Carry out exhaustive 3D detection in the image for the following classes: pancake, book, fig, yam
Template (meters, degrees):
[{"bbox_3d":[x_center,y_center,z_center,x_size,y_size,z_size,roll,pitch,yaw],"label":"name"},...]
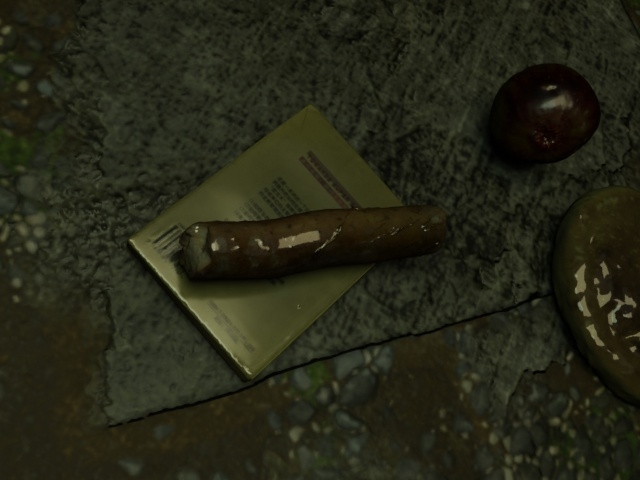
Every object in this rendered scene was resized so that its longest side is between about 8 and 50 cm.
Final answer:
[{"bbox_3d":[0.349,0.053,0.771,0.241,0.050,0.242,7,70,-20],"label":"pancake"},{"bbox_3d":[-0.037,-0.007,0.669,0.231,0.026,0.161,-40,88,-27],"label":"book"},{"bbox_3d":[0.234,-0.141,0.784,0.109,0.103,0.155,14,30,0],"label":"fig"},{"bbox_3d":[0.000,0.000,0.634,0.241,0.057,0.057,-5,72,-22],"label":"yam"}]
